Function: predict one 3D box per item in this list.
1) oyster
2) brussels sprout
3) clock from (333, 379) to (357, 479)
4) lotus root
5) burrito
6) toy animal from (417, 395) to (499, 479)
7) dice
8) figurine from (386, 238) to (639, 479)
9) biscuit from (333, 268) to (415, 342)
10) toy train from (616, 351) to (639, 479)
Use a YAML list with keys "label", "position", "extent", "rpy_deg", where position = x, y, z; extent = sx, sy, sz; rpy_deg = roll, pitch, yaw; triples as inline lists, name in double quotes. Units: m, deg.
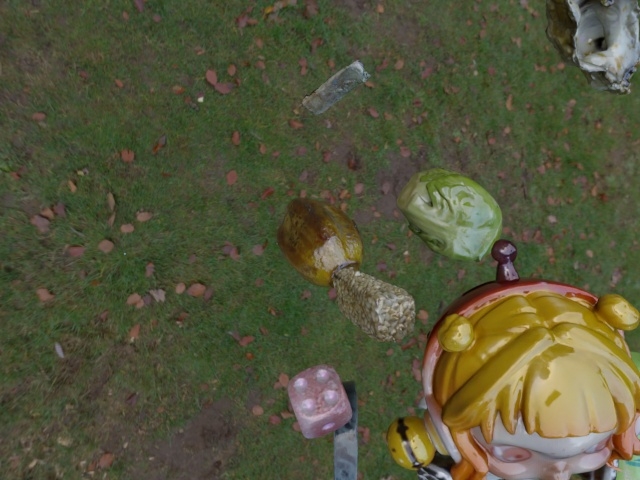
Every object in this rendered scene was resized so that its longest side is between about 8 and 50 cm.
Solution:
- label: "oyster"
  position: [0.457, -0.363, 0.679]
  extent: [0.341, 0.110, 0.166]
  rpy_deg: [18, 106, -42]
- label: "brussels sprout"
  position: [0.400, -0.072, 1.239]
  extent: [0.328, 0.328, 0.247]
  rpy_deg: [33, 90, -21]
- label: "clock"
  position: [0.050, 0.408, 0.842]
  extent: [0.049, 0.226, 0.225]
  rpy_deg: [1, 87, 2]
- label: "lotus root"
  position: [0.006, 0.005, 0.989]
  extent: [0.193, 0.291, 0.193]
  rpy_deg: [-10, 119, -19]
- label: "burrito"
  position: [0.030, -0.304, 0.814]
  extent: [0.051, 0.171, 0.042]
  rpy_deg: [29, 57, -31]
- label: "toy animal"
  position: [0.317, 0.393, 0.854]
  extent: [0.127, 0.193, 0.179]
  rpy_deg: [-42, 135, 17]
- label: "dice"
  position: [-0.002, 0.279, 0.707]
  extent: [0.093, 0.091, 0.094]
  rpy_deg: [-19, 140, -10]
- label: "figurine"
  position: [0.228, 0.173, 0.468]
  extent: [0.320, 0.196, 0.323]
  rpy_deg: [-9, 126, 1]
- label: "biscuit"
  position: [0.073, 0.090, 0.608]
  extent: [0.070, 0.168, 0.082]
  rpy_deg: [-7, 99, -21]
- label: "toy train"
  position: [0.511, 0.284, 0.639]
  extent: [0.105, 0.157, 0.253]
  rpy_deg: [-30, 109, -59]
